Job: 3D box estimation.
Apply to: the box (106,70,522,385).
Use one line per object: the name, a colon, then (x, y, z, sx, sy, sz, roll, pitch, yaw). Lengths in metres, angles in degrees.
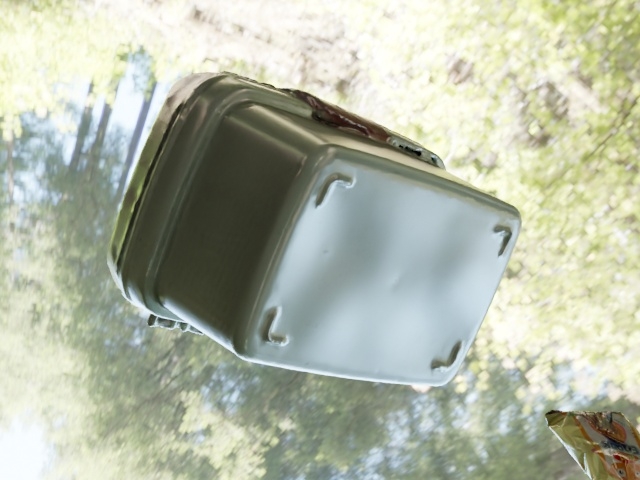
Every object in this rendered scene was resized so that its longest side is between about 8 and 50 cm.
box: (0.000, 0.000, 0.685, 0.210, 0.129, 0.148, 14, -78, -47)

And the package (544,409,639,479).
package: (0.297, 0.214, 1.255, 0.108, 0.031, 0.120, 8, -149, -29)
